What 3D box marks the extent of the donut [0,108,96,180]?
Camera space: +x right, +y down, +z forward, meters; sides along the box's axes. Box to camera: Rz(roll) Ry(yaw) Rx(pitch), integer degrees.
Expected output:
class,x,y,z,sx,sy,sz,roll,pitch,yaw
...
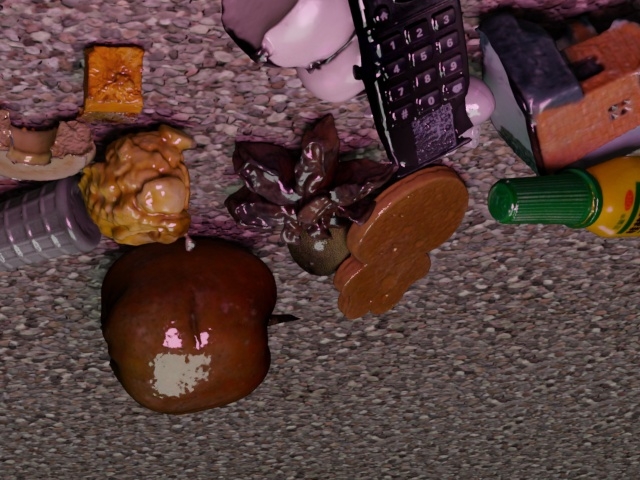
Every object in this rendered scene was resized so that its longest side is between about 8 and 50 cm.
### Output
class,x,y,z,sx,sy,sz,roll,pitch,yaw
donut,-0.377,-0.123,2.005,0.166,0.065,0.108,6,160,-15

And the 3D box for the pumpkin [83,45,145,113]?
class,x,y,z,sx,sy,sz,roll,pitch,yaw
pumpkin,-0.251,-0.195,1.880,0.074,0.083,0.054,3,167,-12

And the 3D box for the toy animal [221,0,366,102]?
class,x,y,z,sx,sy,sz,roll,pitch,yaw
toy animal,0.022,-0.254,1.716,0.235,0.165,0.187,23,120,-38

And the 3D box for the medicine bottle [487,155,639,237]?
class,x,y,z,sx,sy,sz,roll,pitch,yaw
medicine bottle,0.335,-0.052,1.889,0.309,0.076,0.111,-2,119,-31

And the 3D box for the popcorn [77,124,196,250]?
class,x,y,z,sx,sy,sz,roll,pitch,yaw
popcorn,-0.241,-0.072,2.048,0.140,0.163,0.194,-2,-173,-23

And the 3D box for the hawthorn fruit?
class,x,y,z,sx,sy,sz,roll,pitch,yaw
hawthorn fruit,-0.179,0.121,2.328,0.300,0.268,0.268,-10,154,-12

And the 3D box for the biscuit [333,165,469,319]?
class,x,y,z,sx,sy,sz,roll,pitch,yaw
biscuit,0.112,0.003,2.274,0.202,0.044,0.289,-13,143,-34

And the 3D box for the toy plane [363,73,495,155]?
class,x,y,z,sx,sy,sz,roll,pitch,yaw
toy plane,0.140,-0.176,1.949,0.174,0.080,0.174,24,146,17

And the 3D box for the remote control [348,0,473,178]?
class,x,y,z,sx,sy,sz,roll,pitch,yaw
remote control,0.083,-0.263,1.600,0.144,0.062,0.399,-28,124,-25

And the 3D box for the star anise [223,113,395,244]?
class,x,y,z,sx,sy,sz,roll,pitch,yaw
star anise,-0.022,-0.073,2.115,0.214,0.099,0.220,21,135,-15

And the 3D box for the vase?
class,x,y,z,sx,sy,sz,roll,pitch,yaw
vase,-0.462,-0.002,2.170,0.298,0.143,0.143,-17,151,14

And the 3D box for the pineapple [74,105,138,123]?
class,x,y,z,sx,sy,sz,roll,pitch,yaw
pineapple,-0.277,-0.165,1.999,0.083,0.019,0.045,0,156,-4

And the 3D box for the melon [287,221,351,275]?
class,x,y,z,sx,sy,sz,roll,pitch,yaw
melon,0.000,0.000,2.285,0.099,0.099,0.162,-7,158,3

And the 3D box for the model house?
class,x,y,z,sx,sy,sz,roll,pitch,yaw
model house,0.358,-0.201,1.913,0.291,0.184,0.253,-22,145,2
